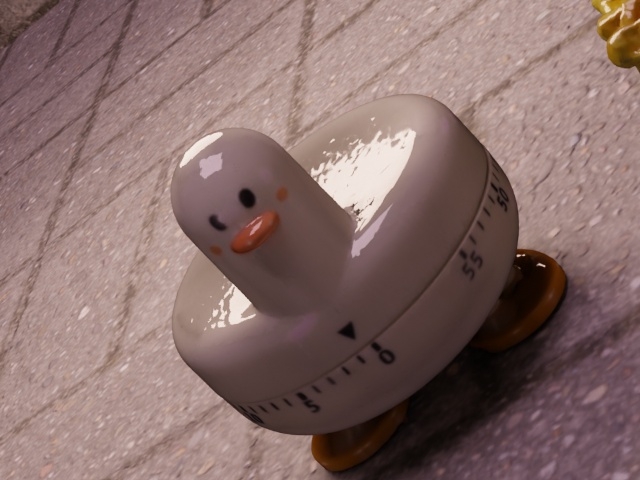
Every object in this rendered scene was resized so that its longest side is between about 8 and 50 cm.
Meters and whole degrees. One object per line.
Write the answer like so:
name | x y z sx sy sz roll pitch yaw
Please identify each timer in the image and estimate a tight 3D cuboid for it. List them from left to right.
timer | 0.000 0.000 0.997 0.233 0.240 0.233 -37 23 18

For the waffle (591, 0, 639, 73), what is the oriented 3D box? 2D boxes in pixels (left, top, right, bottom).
waffle | 0.315 -0.200 1.059 0.283 0.065 0.309 -43 25 0
